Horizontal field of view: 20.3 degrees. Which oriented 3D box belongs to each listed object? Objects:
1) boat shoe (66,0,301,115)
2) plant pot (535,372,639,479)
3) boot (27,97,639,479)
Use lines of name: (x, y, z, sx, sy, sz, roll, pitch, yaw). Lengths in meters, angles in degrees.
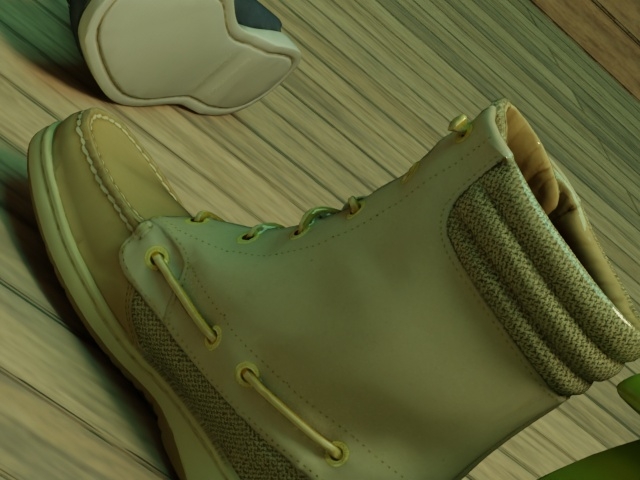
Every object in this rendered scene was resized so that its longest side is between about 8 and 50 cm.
boat shoe: (-0.086, -0.134, 1.041, 0.079, 0.095, 0.254, 53, 17, 14)
plant pot: (0.151, 0.182, 0.626, 0.227, 0.207, 0.228, 42, 2, -12)
boot: (0.000, 0.000, 0.763, 0.095, 0.203, 0.262, 19, 33, -57)
